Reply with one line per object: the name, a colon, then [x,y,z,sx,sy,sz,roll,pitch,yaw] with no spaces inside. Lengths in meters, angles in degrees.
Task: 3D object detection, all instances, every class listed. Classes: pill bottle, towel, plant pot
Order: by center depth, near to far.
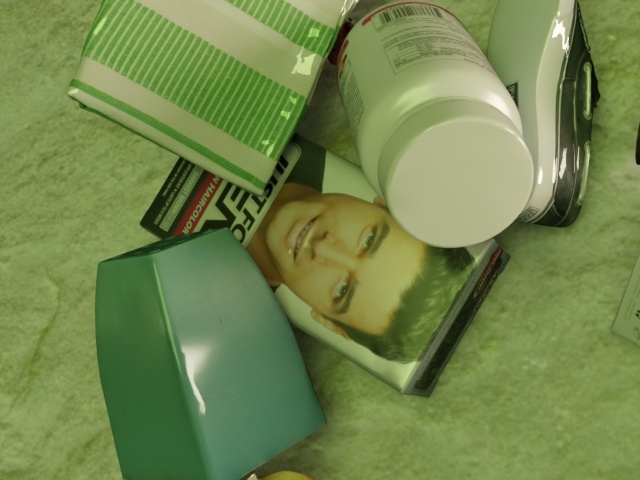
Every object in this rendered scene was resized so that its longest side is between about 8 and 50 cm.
pill bottle: [0.109,-0.123,0.949,0.160,0.160,0.283,-30,31,13]
plant pot: [-0.133,0.114,0.990,0.166,0.165,0.234,-9,100,46]
towel: [-0.094,-0.240,0.996,0.248,0.038,0.324,27,85,-18]

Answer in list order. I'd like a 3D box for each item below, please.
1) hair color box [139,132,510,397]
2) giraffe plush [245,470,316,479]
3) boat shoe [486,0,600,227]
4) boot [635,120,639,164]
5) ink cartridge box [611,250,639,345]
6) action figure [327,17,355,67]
hair color box: [0.000,0.000,1.061,0.375,0.113,0.185,30,90,23]
giraffe plush: [-0.113,0.307,1.020,0.171,0.181,0.210,21,117,46]
boat shoe: [0.250,-0.163,1.011,0.108,0.102,0.301,-13,70,58]
boot: [0.471,-0.195,0.929,0.223,0.118,0.338,27,93,18]
ink cartridge box: [0.442,0.094,0.846,0.333,0.165,0.065,30,55,23]
action figure: [-0.104,-0.317,1.078,0.370,0.276,0.248,27,95,0]
